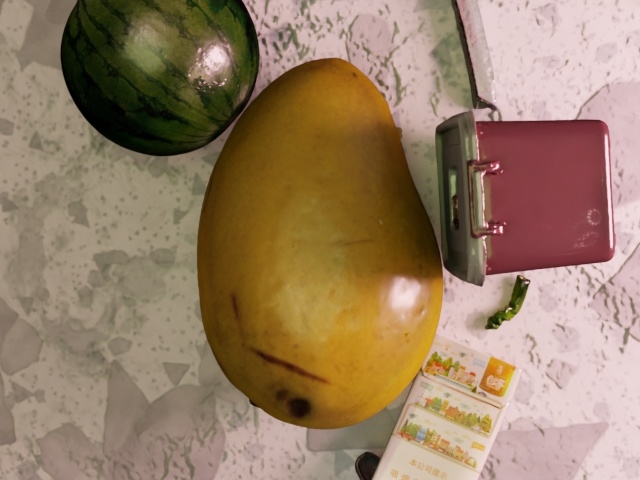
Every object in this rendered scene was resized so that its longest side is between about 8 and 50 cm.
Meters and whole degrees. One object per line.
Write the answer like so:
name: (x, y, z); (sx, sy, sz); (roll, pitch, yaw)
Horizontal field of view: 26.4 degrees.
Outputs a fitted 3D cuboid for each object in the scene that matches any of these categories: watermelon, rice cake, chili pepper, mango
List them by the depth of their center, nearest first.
mango: (0.000, 0.000, 1.634); (0.301, 0.220, 0.445); (4, 90, 12)
watermelon: (-0.195, -0.224, 1.649); (0.242, 0.242, 0.242); (0, 93, 10)
rice cake: (0.185, -0.260, 1.682); (0.033, 0.033, 0.207); (-12, 91, 1)
chili pepper: (0.235, 0.082, 1.695); (0.027, 0.022, 0.083); (31, 98, -26)

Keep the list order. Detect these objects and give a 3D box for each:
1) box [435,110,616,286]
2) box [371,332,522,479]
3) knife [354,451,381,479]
box: (0.229, -0.051, 1.563); (0.167, 0.294, 0.193); (-2, 92, -1)
box: (0.153, 0.239, 1.687); (0.122, 0.032, 0.220); (23, 82, 9)
knife: (0.133, 0.382, 1.703); (0.123, 0.053, 0.278); (-39, 80, -11)
